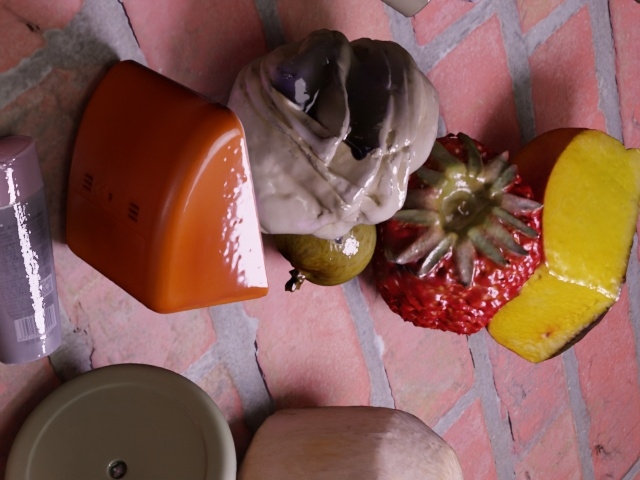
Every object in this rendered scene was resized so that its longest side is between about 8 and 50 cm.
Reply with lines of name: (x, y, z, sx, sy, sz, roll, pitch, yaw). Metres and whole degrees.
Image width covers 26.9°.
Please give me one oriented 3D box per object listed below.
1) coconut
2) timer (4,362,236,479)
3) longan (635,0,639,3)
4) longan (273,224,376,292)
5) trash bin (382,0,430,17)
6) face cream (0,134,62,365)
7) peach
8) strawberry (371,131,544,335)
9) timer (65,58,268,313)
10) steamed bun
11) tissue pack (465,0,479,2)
coconut: (0.019, 0.439, 2.016, 0.415, 0.415, 0.344, -58, 150, -11)
timer: (-0.233, 0.350, 1.776, 0.290, 0.291, 0.315, -51, 158, -18)
longan: (0.645, -0.580, 2.183, 0.404, 0.404, 0.435, 3, 108, -49)
longan: (0.000, 0.000, 1.924, 0.155, 0.145, 0.176, 38, 78, -13)
trash bin: (0.077, -0.450, 1.735, 0.247, 0.121, 0.243, 31, 86, -19)
face cream: (-0.363, 0.013, 1.584, 0.107, 0.073, 0.269, -31, 129, -42)
peach: (0.375, 0.006, 2.251, 0.243, 0.306, 0.380, 17, 78, -16)
strawberry: (0.192, -0.005, 2.073, 0.292, 0.292, 0.343, -52, 176, -17)
timer: (-0.187, -0.069, 1.604, 0.161, 0.257, 0.250, -12, 118, -37)
steamed bun: (0.014, -0.158, 1.759, 0.320, 0.275, 0.206, -54, 168, -34)
tissue pack: (0.205, -0.488, 1.928, 0.159, 0.136, 0.246, -34, 130, -34)
